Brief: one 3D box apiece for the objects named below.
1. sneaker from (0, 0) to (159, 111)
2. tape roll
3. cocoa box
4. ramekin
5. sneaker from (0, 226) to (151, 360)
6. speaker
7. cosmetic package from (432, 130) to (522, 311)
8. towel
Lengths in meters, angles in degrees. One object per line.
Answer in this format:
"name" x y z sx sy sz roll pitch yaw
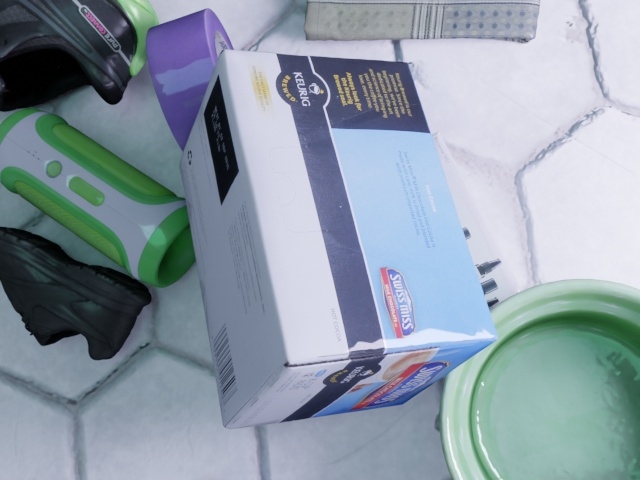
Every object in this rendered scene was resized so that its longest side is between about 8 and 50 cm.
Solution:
"sneaker" -0.472 -0.289 1.116 0.483 0.185 0.202 8 77 13
"tape roll" -0.148 -0.195 1.031 0.080 0.189 0.189 -17 77 7
"cocoa box" 0.000 0.000 0.879 0.228 0.231 0.347 -3 64 -24
"ramekin" 0.288 0.202 0.893 0.304 0.148 0.303 -2 79 10
"sneaker" -0.374 0.067 1.073 0.286 0.109 0.130 24 91 16
"speaker" -0.298 -0.060 1.066 0.297 0.131 0.131 32 87 15
"cosmetic package" 0.160 -0.009 1.003 0.099 0.060 0.239 -26 76 4
"towel" 0.141 -0.416 1.097 0.324 0.056 0.312 4 83 9
